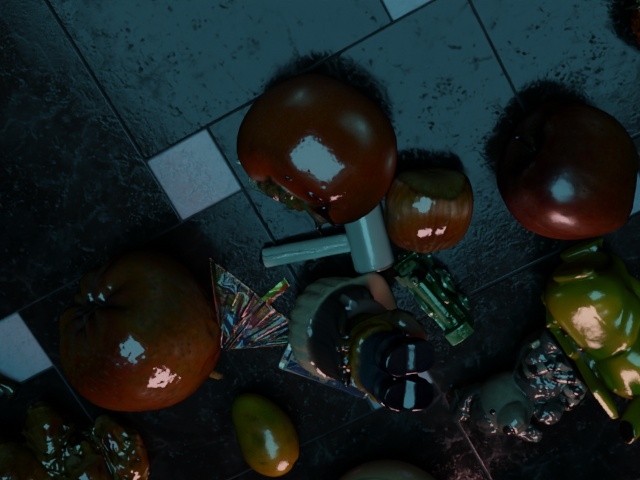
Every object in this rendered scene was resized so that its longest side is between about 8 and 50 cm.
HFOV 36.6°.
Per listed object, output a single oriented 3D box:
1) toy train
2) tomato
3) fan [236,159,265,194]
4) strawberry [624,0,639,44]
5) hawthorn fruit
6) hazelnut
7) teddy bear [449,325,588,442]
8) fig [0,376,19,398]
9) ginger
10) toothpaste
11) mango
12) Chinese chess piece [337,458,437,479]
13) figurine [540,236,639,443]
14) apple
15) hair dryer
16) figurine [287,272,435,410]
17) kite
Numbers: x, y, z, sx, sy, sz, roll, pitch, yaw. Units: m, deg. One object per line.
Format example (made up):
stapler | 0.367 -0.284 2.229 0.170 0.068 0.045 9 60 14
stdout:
toy train | 0.195 0.092 1.672 0.071 0.105 0.178 -38 102 18
tomato | -0.003 -0.142 1.533 0.255 0.256 0.225 34 88 -8
fan | -0.109 -0.116 1.670 0.083 0.004 0.056 34 106 -7
strawberry | 0.583 -0.335 1.520 0.235 0.107 0.175 27 71 -7
hawthorn fruit | -0.287 0.169 1.653 0.298 0.277 0.277 31 108 -27
hazelnut | 0.180 -0.049 1.604 0.150 0.150 0.150 1 108 3
teddy bear | 0.365 0.283 1.706 0.171 0.144 0.251 35 109 -18
fig | -0.710 0.249 1.753 0.320 0.217 0.217 7 111 -29
ginger | -0.480 0.446 1.795 0.357 0.152 0.274 12 108 -3
toothpaste | 0.021 0.245 1.766 0.197 0.035 0.057 23 103 -1
mango | -0.101 0.355 1.781 0.111 0.089 0.163 -13 99 8
Chinese chess piece | 0.126 0.539 1.781 0.273 0.102 0.274 3 97 21
figurine | 0.498 0.167 1.631 0.327 0.218 0.169 49 126 -3
apple | 0.394 -0.111 1.540 0.233 0.234 0.234 1 108 3
hair dryer | 0.000 0.000 1.681 0.236 0.073 0.131 -11 106 16
figurine | 0.055 0.167 1.587 0.204 0.332 0.185 1 103 -8
kite | -0.129 0.128 1.747 0.183 0.014 0.241 -43 100 14
